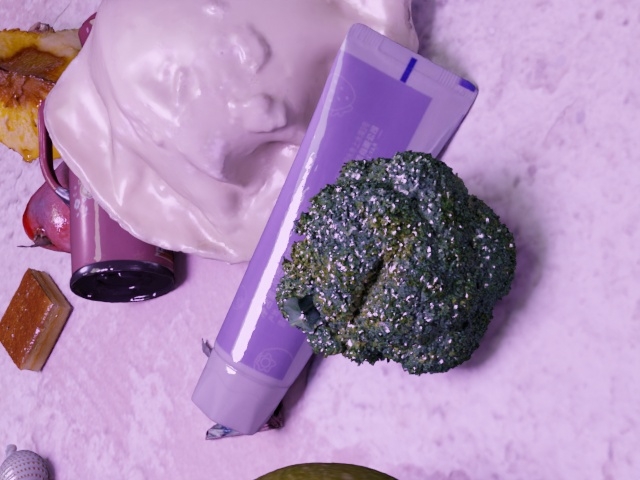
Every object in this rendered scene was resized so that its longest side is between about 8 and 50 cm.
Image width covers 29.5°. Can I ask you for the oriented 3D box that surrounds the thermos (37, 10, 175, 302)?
[{"bbox_3d":[-0.229,-0.101,1.326,0.136,0.109,0.330,-24,63,41],"label":"thermos"}]

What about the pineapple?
[{"bbox_3d":[-0.348,-0.188,1.489,0.164,0.249,0.140,-79,4,-53],"label":"pineapple"}]

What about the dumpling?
[{"bbox_3d":[-0.069,-0.139,1.166,0.395,0.233,0.315,-33,86,17],"label":"dumpling"}]

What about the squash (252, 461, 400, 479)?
[{"bbox_3d":[0.011,0.272,0.833,0.310,0.310,0.309,-52,44,19],"label":"squash"}]

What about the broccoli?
[{"bbox_3d":[0.061,0.021,0.978,0.156,0.195,0.195,172,114,-81],"label":"broccoli"}]

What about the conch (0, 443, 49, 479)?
[{"bbox_3d":[-0.331,0.267,1.353,0.085,0.056,0.076,-96,22,-65],"label":"conch"}]

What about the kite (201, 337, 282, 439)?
[{"bbox_3d":[-0.077,0.136,1.176,0.156,0.011,0.139,37,99,44],"label":"kite"}]

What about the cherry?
[{"bbox_3d":[-0.283,-0.034,1.388,0.126,0.087,0.106,-45,39,0],"label":"cherry"}]

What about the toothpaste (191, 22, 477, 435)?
[{"bbox_3d":[0.000,0.000,1.081,0.371,0.125,0.080,-62,3,12],"label":"toothpaste"}]

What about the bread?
[{"bbox_3d":[-0.340,0.093,1.436,0.090,0.035,0.094,40,106,45],"label":"bread"}]
